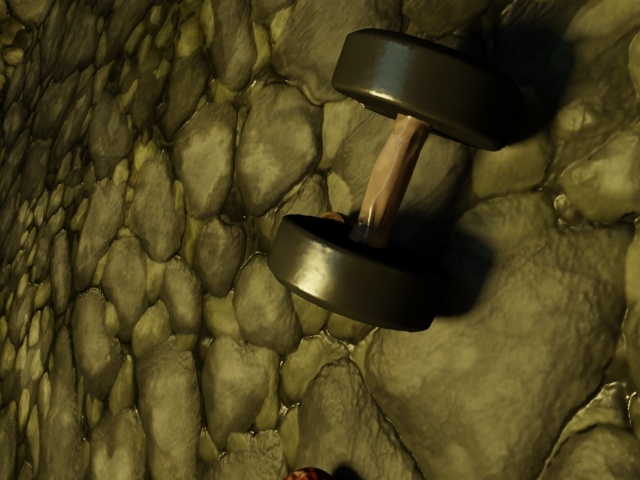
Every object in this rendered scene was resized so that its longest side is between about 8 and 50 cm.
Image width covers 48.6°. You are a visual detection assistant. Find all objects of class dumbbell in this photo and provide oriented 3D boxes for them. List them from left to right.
[{"bbox_3d":[0.059,-0.048,0.590,0.152,0.152,0.218,31,103,52],"label":"dumbbell"}]

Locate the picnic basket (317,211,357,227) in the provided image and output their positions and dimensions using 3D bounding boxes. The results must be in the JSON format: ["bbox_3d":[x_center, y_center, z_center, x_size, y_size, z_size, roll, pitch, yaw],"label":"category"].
[{"bbox_3d":[0.000,0.000,0.706,0.072,0.083,0.072,-19,65,48],"label":"picnic basket"}]

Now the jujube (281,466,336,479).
[{"bbox_3d":[0.007,0.260,0.626,0.129,0.077,0.077,34,106,42],"label":"jujube"}]
